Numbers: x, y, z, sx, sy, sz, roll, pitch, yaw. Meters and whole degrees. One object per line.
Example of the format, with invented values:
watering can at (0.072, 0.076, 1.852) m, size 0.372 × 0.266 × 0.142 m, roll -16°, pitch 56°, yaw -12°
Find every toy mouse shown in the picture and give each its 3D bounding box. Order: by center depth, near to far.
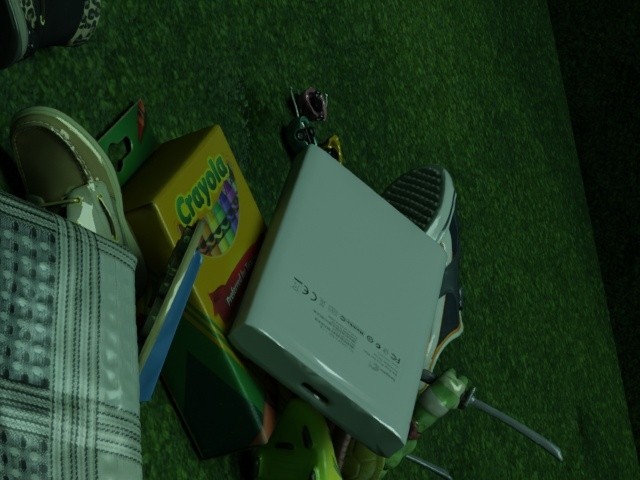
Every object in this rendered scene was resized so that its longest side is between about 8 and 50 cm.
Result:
toy mouse at (-0.017, -0.139, 2.063) m, size 0.143 × 0.031 × 0.161 m, roll 50°, pitch 32°, yaw -45°

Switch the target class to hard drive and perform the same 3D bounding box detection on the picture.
hard drive at (0.026, 0.054, 1.717) m, size 0.203 × 0.040 × 0.307 m, roll 39°, pitch 35°, yaw -15°

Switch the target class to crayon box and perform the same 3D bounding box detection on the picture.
crayon box at (-0.118, 0.026, 1.656) m, size 0.318 × 0.081 × 0.202 m, roll 65°, pitch 25°, yaw -19°

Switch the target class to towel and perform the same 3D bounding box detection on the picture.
towel at (-0.254, 0.096, 1.227) m, size 0.312 × 0.056 × 0.324 m, roll 26°, pitch 51°, yaw -41°

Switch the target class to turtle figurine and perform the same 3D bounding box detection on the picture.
turtle figurine at (0.077, 0.170, 1.873) m, size 0.198 × 0.274 × 0.266 m, roll 144°, pitch -72°, yaw -78°

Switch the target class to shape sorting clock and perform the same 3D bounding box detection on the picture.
shape sorting clock at (-0.148, 0.075, 1.455) m, size 0.040 × 0.206 × 0.206 m, roll 21°, pitch 40°, yaw -7°

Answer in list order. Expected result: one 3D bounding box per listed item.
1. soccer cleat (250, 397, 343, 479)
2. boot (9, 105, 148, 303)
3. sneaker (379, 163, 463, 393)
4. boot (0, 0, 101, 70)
soccer cleat at (0.006, 0.295, 1.734) m, size 0.121 × 0.093 × 0.289 m, roll -22°, pitch 101°, yaw -53°
boot at (-0.223, 0.009, 1.428) m, size 0.165 × 0.077 × 0.213 m, roll -69°, pitch 144°, yaw -54°
sneaker at (0.114, 0.051, 2.125) m, size 0.127 × 0.126 × 0.321 m, roll 52°, pitch 41°, yaw -33°
boot at (-0.276, -0.271, 1.488) m, size 0.178 × 0.085 × 0.236 m, roll -29°, pitch 108°, yaw -69°
